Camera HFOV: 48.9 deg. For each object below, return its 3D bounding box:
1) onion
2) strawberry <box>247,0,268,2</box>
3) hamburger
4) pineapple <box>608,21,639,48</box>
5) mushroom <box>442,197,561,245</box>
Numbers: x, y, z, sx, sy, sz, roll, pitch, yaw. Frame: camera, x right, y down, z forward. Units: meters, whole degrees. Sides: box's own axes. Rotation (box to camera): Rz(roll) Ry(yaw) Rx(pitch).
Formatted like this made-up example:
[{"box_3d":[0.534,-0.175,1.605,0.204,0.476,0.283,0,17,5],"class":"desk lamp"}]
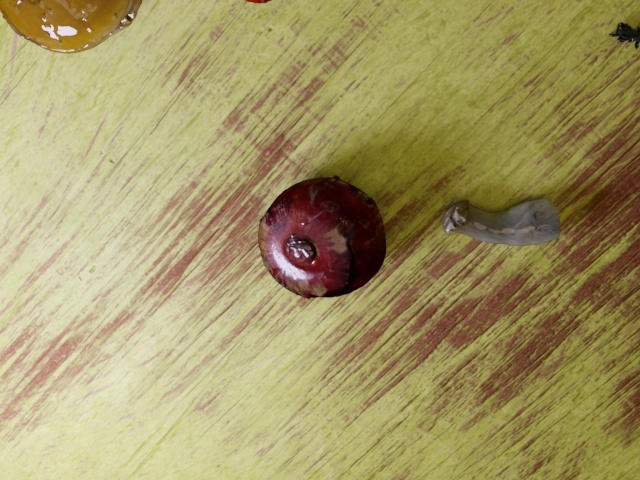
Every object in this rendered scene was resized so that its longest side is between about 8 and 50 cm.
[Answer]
[{"box_3d":[0.000,0.000,1.334,0.247,0.190,0.246,7,111,18],"class":"onion"},{"box_3d":[-0.144,-0.511,1.137,0.257,0.257,0.277,-35,118,13],"class":"strawberry"},{"box_3d":[-0.453,-0.468,1.198,0.319,0.158,0.318,1,110,3],"class":"hamburger"},{"box_3d":[0.588,-0.366,1.260,0.125,0.058,0.058,18,109,0],"class":"pineapple"},{"box_3d":[0.349,-0.034,1.371,0.224,0.081,0.092,1,128,4],"class":"mushroom"}]
